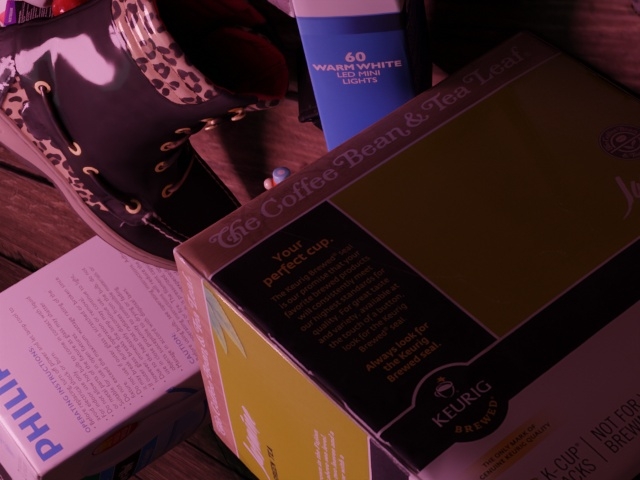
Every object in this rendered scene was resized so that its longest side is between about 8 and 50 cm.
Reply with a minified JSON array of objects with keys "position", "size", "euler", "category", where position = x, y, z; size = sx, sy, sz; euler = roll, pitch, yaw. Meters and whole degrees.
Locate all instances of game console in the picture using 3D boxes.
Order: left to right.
[{"position":[0.034,-0.133,1.324],"size":[0.122,0.071,0.107],"euler":[172,97,-64],"category":"game console"}]

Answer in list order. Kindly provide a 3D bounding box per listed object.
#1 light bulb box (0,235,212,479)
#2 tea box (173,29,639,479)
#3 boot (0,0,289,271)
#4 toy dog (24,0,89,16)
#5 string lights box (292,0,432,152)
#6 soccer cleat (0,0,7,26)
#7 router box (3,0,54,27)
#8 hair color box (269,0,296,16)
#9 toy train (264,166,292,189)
[{"position":[-0.280,0.167,1.884],"size":[0.225,0.361,0.358],"euler":[51,157,13],"category":"light bulb box"},{"position":[0.133,0.076,0.997],"size":[0.323,0.329,0.220],"euler":[42,153,34],"category":"tea box"},{"position":[-0.145,-0.116,1.464],"size":[0.284,0.138,0.377],"euler":[-19,130,39],"category":"boot"},{"position":[-0.281,-0.318,1.540],"size":[0.334,0.161,0.220],"euler":[40,159,-22],"category":"toy dog"},{"position":[0.036,-0.159,1.069],"size":[0.259,0.077,0.133],"euler":[74,-163,-56],"category":"string lights box"},{"position":[-0.411,-0.337,1.831],"size":[0.318,0.109,0.116],"euler":[31,136,41],"category":"soccer cleat"},{"position":[-0.300,-0.210,1.731],"size":[0.179,0.133,0.046],"euler":[98,173,-58],"category":"router box"},{"position":[-0.100,-0.343,1.195],"size":[0.347,0.105,0.174],"euler":[40,151,36],"category":"hair color box"},{"position":[0.000,0.000,1.527],"size":[0.125,0.046,0.166],"euler":[40,151,44],"category":"toy train"}]
